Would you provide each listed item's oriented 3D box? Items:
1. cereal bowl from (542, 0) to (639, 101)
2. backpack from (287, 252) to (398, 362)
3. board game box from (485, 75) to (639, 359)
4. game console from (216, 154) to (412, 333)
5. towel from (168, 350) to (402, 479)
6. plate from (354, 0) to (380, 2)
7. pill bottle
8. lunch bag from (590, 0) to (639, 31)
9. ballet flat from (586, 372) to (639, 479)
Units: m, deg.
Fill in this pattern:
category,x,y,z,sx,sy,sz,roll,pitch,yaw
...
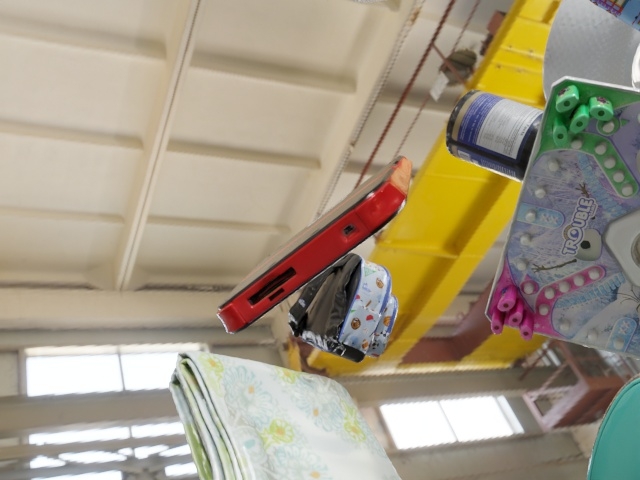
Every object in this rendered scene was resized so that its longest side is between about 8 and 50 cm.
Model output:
category,x,y,z,sx,sy,sz,roll,pitch,yaw
cereal bowl,0.606,-0.391,1.361,0.339,0.141,0.339,-22,-53,-33
backpack,0.080,0.170,1.759,0.213,0.276,0.263,19,-93,-29
board game box,0.452,0.012,0.886,0.390,0.050,0.390,13,-57,10
game console,0.000,0.000,1.204,0.386,0.342,0.060,-36,-85,19
towel,-0.027,0.313,0.978,0.374,0.320,0.090,23,-65,-41
plate,0.192,-0.432,0.930,0.045,0.278,0.277,40,-92,-27
pill bottle,0.327,-0.163,1.113,0.123,0.219,0.122,-33,-42,-37
lunch bag,0.528,-0.364,0.942,0.293,0.221,0.138,-33,-23,-48
ballet flat,0.301,0.277,0.613,0.106,0.107,0.316,17,-96,-33
